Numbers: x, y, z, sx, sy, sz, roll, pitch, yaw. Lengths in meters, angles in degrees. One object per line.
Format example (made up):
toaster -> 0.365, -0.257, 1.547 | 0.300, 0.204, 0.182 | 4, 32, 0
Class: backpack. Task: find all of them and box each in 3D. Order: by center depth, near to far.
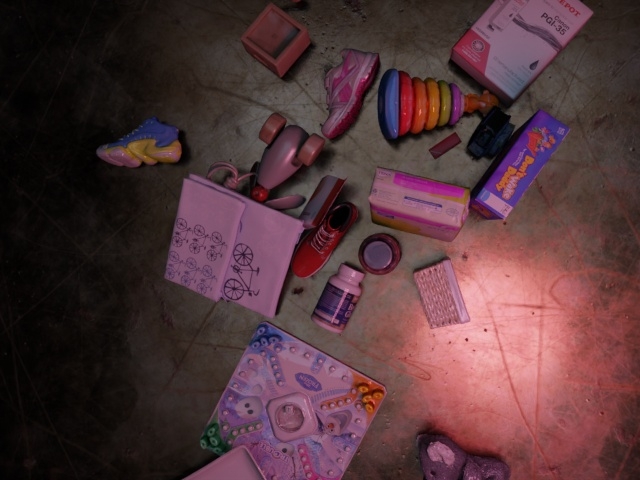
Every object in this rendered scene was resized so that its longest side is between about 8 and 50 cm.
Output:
backpack -> 0.426, -0.261, 1.718 | 0.084, 0.114, 0.105 | 38, 57, 4

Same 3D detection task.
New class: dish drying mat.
dish drying mat -> 0.326, -0.248, 1.789 | 0.083, 0.008, 0.032 | -34, 85, 7

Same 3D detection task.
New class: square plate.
square plate -> -0.238, 0.755, 1.838 | 0.344, 0.049, 0.347 | -33, 91, 15

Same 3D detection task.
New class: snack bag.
snack bag -> -0.235, 0.028, 1.797 | 0.343, 0.037, 0.322 | 23, 116, 10

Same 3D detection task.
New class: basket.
basket -> 0.307, 0.137, 1.746 | 0.103, 0.113, 0.167 | -19, 88, 10

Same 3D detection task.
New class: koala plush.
koala plush -> 0.336, 0.576, 1.721 | 0.221, 0.196, 0.203 | 43, 85, 6

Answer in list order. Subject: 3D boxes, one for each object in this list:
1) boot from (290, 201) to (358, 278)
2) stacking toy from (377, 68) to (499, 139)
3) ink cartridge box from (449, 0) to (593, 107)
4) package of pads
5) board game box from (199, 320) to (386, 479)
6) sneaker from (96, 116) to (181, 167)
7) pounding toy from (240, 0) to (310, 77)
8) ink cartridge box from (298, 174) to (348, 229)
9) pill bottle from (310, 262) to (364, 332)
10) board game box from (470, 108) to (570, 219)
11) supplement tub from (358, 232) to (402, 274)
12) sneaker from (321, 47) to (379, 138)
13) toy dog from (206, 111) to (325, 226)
boot -> 0.000, 0.000, 1.755 | 0.088, 0.176, 0.244 | 39, 97, 3
stacking toy -> 0.301, -0.347, 1.732 | 0.302, 0.166, 0.175 | -2, 100, -3
ink cartridge box -> 0.494, -0.510, 1.706 | 0.207, 0.117, 0.283 | 42, 96, 6
package of pads -> 0.239, -0.082, 1.659 | 0.229, 0.296, 0.101 | 14, 84, 7
board game box -> -0.081, 0.476, 1.836 | 0.390, 0.050, 0.389 | 28, 94, 6
sneaker -> -0.490, -0.271, 1.876 | 0.240, 0.091, 0.126 | 3, 73, 8
pounding toy -> -0.112, -0.571, 1.808 | 0.181, 0.094, 0.206 | 39, 86, 11
ink cartridge box -> 0.001, -0.101, 1.737 | 0.045, 0.179, 0.145 | 31, 82, -6
pill bottle -> 0.050, 0.148, 1.790 | 0.094, 0.094, 0.169 | 25, 95, 7
board game box -> 0.445, -0.164, 1.604 | 0.078, 0.347, 0.233 | 36, 96, 5
supplement tub -> 0.149, 0.034, 1.723 | 0.106, 0.198, 0.105 | 0, 91, 9
sneaker -> 0.056, -0.388, 1.786 | 0.111, 0.103, 0.252 | 26, 88, 11
toy dog -> -0.117, -0.185, 1.804 | 0.334, 0.161, 0.220 | -37, 89, 22
